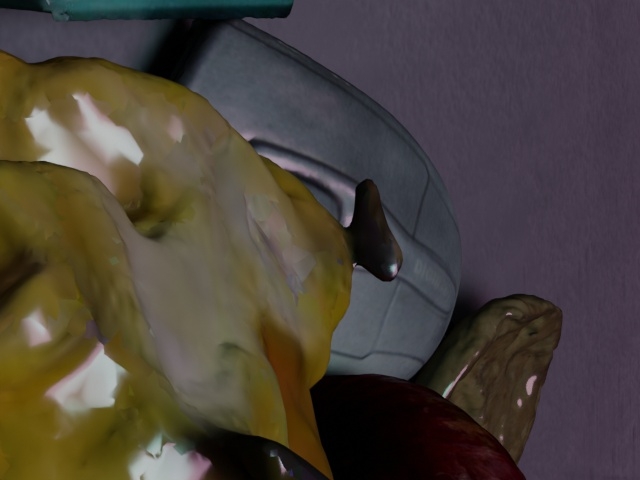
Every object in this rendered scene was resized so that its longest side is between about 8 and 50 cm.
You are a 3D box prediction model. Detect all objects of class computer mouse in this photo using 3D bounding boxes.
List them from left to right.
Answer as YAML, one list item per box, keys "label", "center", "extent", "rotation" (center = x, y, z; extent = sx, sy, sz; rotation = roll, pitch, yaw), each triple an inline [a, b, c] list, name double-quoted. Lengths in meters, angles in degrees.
- label: "computer mouse"
  center: [0.000, 0.000, 1.001]
  extent: [0.371, 0.121, 0.188]
  rotation: [34, 68, -55]

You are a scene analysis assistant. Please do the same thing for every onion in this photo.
- label: "onion"
  center: [-0.015, 0.194, 0.900]
  extent: [0.285, 0.273, 0.273]
  rotation: [34, 68, -35]

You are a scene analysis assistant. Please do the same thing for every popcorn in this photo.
- label: "popcorn"
  center: [-0.110, 0.071, 0.698]
  extent: [0.297, 0.281, 0.316]
  rotation: [69, 14, 7]

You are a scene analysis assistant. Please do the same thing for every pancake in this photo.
- label: "pancake"
  center: [0.116, 0.149, 1.301]
  extent: [0.242, 0.050, 0.242]
  rotation: [-35, 138, -38]

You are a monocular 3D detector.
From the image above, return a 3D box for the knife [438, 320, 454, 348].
- label: "knife"
  center: [0.112, 0.100, 1.325]
  extent: [0.031, 0.018, 0.121]
  rotation: [-66, 146, -27]

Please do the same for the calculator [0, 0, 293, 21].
- label: "calculator"
  center: [-0.083, -0.246, 0.831]
  extent: [0.248, 0.058, 0.274]
  rotation: [-20, 115, -56]
